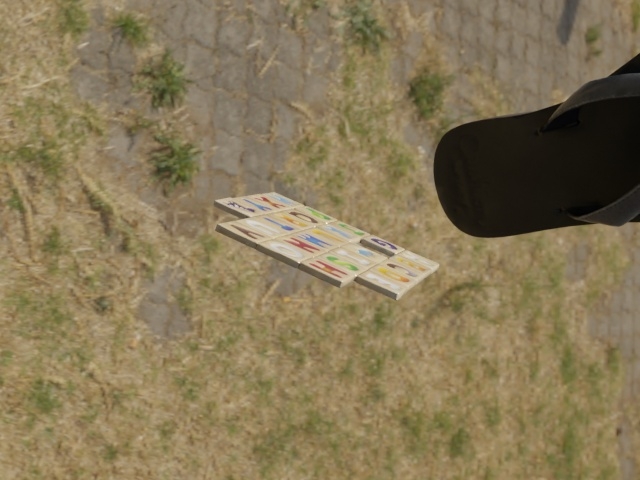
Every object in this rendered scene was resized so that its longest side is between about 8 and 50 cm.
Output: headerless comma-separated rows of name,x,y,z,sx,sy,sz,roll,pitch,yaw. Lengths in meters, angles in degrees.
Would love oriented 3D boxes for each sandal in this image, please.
sandal,0.152,-0.046,0.466,0.054,0.254,0.097,-16,87,-39

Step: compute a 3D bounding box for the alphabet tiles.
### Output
alphabet tiles,0.000,0.000,0.833,0.009,0.198,0.237,-69,166,12
